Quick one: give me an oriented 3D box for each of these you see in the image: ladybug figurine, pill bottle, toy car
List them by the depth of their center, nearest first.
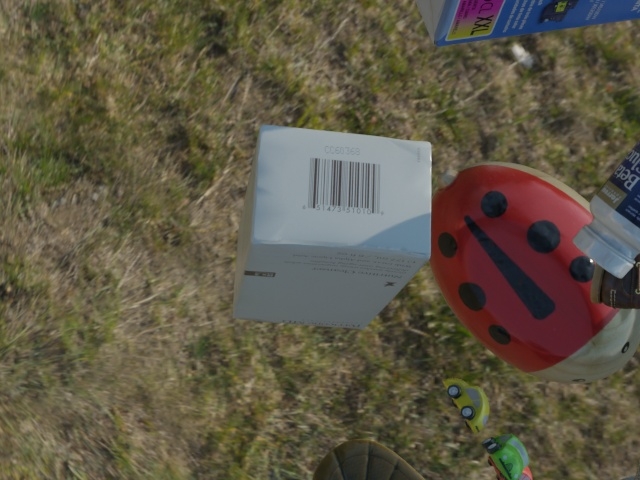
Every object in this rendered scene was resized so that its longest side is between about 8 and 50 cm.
[{"bbox_3d":[0.357,-0.044,1.004,0.094,0.094,0.169,32,105,-14],"label":"pill bottle"},{"bbox_3d":[0.278,0.319,1.409,0.053,0.225,0.239,-31,90,-1],"label":"toy car"},{"bbox_3d":[0.347,0.060,1.536,0.449,0.162,0.305,46,110,4],"label":"ladybug figurine"}]

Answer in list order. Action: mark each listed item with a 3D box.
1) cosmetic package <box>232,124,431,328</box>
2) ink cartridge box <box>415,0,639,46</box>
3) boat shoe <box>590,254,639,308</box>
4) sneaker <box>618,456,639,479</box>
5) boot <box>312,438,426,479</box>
[{"bbox_3d":[0.000,0.000,1.219,0.217,0.385,0.156,5,70,-5],"label":"cosmetic package"},{"bbox_3d":[0.286,-0.393,1.061,0.395,0.151,0.270,-10,63,-15],"label":"ink cartridge box"},{"bbox_3d":[0.415,-0.004,1.213,0.073,0.073,0.207,43,59,-54],"label":"boat shoe"},{"bbox_3d":[0.248,0.207,0.613,0.105,0.115,0.281,-17,128,-22],"label":"sneaker"},{"bbox_3d":[0.079,0.229,0.569,0.077,0.165,0.213,-38,66,-16],"label":"boot"}]
